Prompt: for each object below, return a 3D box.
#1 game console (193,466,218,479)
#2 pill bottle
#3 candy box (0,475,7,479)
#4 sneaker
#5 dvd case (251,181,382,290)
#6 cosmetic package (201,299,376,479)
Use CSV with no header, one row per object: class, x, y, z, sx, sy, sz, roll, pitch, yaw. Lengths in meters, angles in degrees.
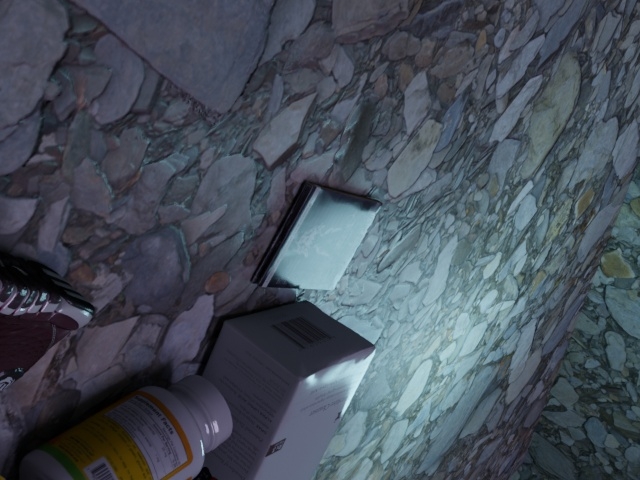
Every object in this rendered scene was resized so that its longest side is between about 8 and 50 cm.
game console,-0.172,0.361,1.096,0.124,0.085,0.144,-26,-178,17
pill bottle,-0.233,0.267,1.070,0.246,0.136,0.136,-28,142,-42
candy box,-0.322,0.335,0.951,0.206,0.105,0.027,53,36,-28
sneaker,-0.329,0.081,0.760,0.162,0.106,0.281,-51,153,-2
dvd case,0.000,0.000,1.276,0.221,0.018,0.164,8,115,-60
cosmetic package,-0.097,0.298,1.299,0.217,0.156,0.385,-11,128,-55
